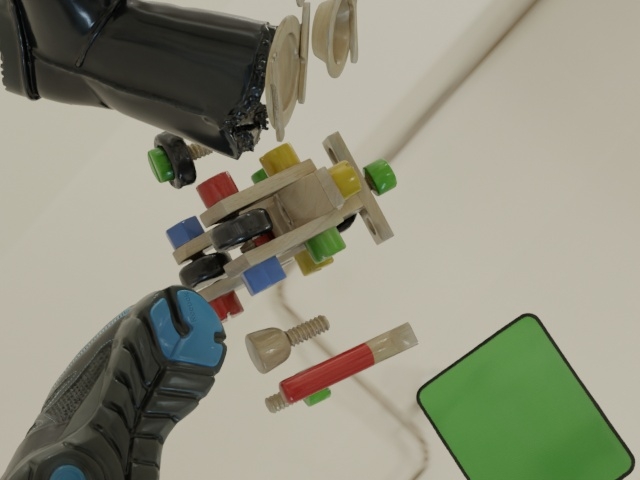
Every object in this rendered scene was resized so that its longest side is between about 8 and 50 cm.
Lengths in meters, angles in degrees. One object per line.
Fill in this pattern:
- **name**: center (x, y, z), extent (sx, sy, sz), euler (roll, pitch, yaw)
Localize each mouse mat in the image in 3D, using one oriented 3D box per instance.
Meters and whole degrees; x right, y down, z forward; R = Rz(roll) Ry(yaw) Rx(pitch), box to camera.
- **mouse mat**: center (0.199, 0.186, 1.600), extent (0.189, 0.153, 0.007), euler (57, 13, 18)

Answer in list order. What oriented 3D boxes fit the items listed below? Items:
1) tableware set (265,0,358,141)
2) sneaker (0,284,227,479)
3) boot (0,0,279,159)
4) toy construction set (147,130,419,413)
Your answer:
- **tableware set**: center (-0.001, -0.143, 0.907), extent (0.020, 0.141, 0.168), euler (9, 29, 12)
- **sneaker**: center (-0.205, 0.195, 1.434), extent (0.125, 0.341, 0.140), euler (45, -33, -16)
- **boot**: center (-0.128, -0.172, 1.160), extent (0.207, 0.094, 0.246), euler (14, -40, 8)
- **toy construction set**: center (0.000, 0.000, 1.578), extent (0.309, 0.237, 0.257), euler (57, -19, 29)
